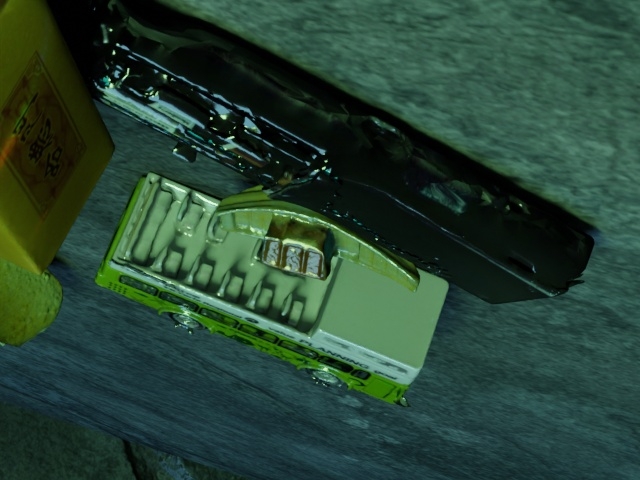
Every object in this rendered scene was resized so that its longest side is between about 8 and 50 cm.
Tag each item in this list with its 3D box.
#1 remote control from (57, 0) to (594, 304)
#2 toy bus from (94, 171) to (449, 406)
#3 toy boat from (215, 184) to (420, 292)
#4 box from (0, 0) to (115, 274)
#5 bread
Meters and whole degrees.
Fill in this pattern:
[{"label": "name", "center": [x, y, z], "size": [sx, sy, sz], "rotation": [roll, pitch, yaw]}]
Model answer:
[{"label": "remote control", "center": [0.005, -0.052, 0.954], "size": [0.398, 0.062, 0.144], "rotation": [26, 163, -20]}, {"label": "toy bus", "center": [-0.042, 0.042, 1.232], "size": [0.301, 0.113, 0.139], "rotation": [22, 159, -5]}, {"label": "toy boat", "center": [0.000, 0.000, 1.120], "size": [0.172, 0.066, 0.065], "rotation": [16, 160, 5]}, {"label": "box", "center": [-0.352, -0.144, 0.875], "size": [0.415, 0.116, 0.264], "rotation": [25, 165, 10]}, {"label": "bread", "center": [-0.422, 0.032, 1.589], "size": [0.257, 0.124, 0.186], "rotation": [30, 167, -34]}]
